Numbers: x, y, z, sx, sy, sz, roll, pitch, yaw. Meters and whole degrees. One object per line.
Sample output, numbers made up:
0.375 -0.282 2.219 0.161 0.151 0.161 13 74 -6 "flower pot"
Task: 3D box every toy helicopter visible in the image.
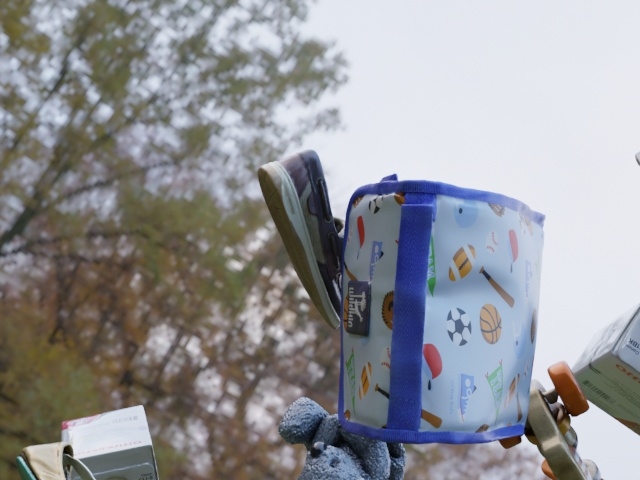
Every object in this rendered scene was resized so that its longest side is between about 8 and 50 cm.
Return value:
0.378 0.366 2.036 0.140 0.355 0.235 -27 -33 7 "toy helicopter"

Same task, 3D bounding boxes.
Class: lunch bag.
0.147 0.094 1.793 0.239 0.328 0.385 3 -3 17 "lunch bag"

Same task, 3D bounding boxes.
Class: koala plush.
0.030 0.370 2.165 0.196 0.221 0.203 -11 -73 21 "koala plush"

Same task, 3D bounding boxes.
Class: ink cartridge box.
-0.302 0.336 2.016 0.176 0.128 0.127 -133 -146 -75 "ink cartridge box"
0.525 0.214 2.192 0.197 0.114 0.273 34 -15 4 "ink cartridge box"

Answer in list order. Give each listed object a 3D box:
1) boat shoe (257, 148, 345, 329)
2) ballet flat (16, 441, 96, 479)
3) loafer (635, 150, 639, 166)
0.000 0.000 1.904 0.103 0.092 0.285 50 -15 55 "boat shoe"
-0.273 0.289 1.523 0.232 0.073 0.080 -133 -147 -53 "ballet flat"
0.420 -0.084 1.677 0.056 0.148 0.050 35 -70 -21 "loafer"
